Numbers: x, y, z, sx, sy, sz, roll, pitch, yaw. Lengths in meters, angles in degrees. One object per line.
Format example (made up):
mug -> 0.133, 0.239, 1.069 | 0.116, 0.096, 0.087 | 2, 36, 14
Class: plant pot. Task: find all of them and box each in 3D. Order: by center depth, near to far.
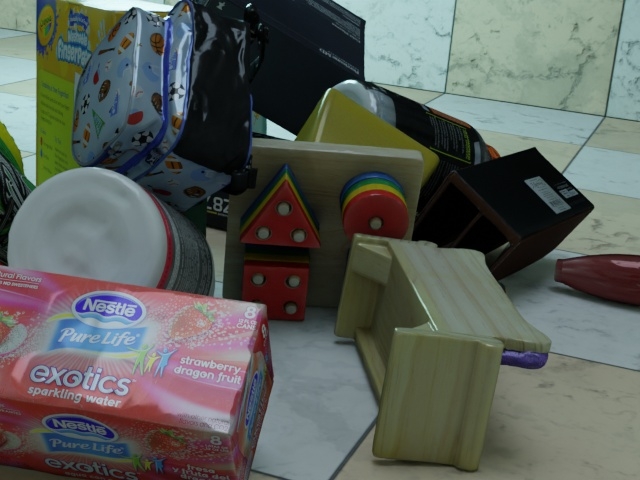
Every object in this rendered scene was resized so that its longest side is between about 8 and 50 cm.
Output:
plant pot -> 0.028, -0.068, 1.758 | 0.212, 0.212, 0.187 | 33, 39, -4

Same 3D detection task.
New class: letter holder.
letter holder -> 0.277, -0.009, 1.846 | 0.152, 0.214, 0.302 | 47, 33, 17

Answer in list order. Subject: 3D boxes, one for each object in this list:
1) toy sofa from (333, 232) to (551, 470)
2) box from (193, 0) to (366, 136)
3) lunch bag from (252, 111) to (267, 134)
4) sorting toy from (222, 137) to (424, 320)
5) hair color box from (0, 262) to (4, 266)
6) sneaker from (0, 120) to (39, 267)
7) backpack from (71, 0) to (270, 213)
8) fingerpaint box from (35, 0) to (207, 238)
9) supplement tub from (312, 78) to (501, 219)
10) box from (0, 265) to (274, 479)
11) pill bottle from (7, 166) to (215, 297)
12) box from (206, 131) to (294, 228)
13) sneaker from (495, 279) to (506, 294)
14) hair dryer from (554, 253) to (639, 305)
toy sofa -> 0.131, 0.120, 1.335 | 0.177, 0.150, 0.362 | 8, 17, -9
box -> -0.095, -0.400, 2.252 | 0.343, 0.179, 0.312 | 29, 29, -15
lunch bag -> -0.222, -0.293, 2.368 | 0.160, 0.262, 0.223 | 17, 20, 33
sorting toy -> 0.000, 0.000, 1.535 | 0.257, 0.255, 0.089 | 4, 33, -5
hair color box -> -0.399, 0.039, 1.615 | 0.141, 0.043, 0.072 | 7, 18, 7
sneaker -> -0.398, -0.022, 1.431 | 0.134, 0.343, 0.146 | -37, 18, 11
backpack -> -0.205, -0.153, 1.451 | 0.213, 0.263, 0.276 | 18, 56, -22
fingerpaint box -> -0.323, -0.195, 1.794 | 0.163, 0.371, 0.445 | -4, 15, -27
supplement tub -> 0.153, -0.142, 1.997 | 0.338, 0.207, 0.207 | 17, 8, -35
box -> -0.207, 0.137, 1.096 | 0.300, 0.142, 0.154 | 8, 51, 8
pill bottle -> -0.226, 0.031, 1.336 | 0.176, 0.176, 0.318 | 9, -8, 11
box -> -0.113, -0.113, 2.106 | 0.318, 0.097, 0.395 | 11, 18, 25
sneaker -> 0.181, 0.058, 1.680 | 0.215, 0.084, 0.083 | 30, 25, 35
hair dryer -> 0.509, 0.062, 1.812 | 0.293, 0.080, 0.223 | 5, 1, -21
